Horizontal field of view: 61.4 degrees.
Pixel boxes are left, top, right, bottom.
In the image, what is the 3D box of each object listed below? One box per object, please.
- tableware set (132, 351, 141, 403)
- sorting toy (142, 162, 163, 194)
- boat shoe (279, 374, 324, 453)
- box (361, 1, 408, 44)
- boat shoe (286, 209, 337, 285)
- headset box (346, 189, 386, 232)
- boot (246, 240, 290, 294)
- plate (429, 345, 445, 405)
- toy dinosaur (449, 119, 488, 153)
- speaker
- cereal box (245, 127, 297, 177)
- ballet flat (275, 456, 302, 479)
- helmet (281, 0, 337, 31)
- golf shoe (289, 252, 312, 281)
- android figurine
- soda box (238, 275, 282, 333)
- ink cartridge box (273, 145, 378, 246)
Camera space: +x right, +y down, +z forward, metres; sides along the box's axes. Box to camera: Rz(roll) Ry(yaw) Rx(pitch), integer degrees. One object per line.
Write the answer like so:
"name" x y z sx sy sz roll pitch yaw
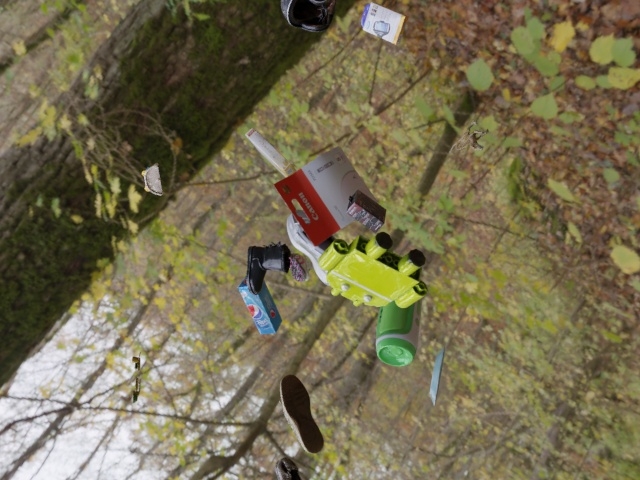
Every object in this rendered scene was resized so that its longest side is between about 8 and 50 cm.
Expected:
"tableware set" -0.618 0.457 1.799 0.024 0.154 0.104 2 -170 -12
"sorting toy" -0.448 -0.171 1.453 0.044 0.084 0.075 -5 -157 -5
"boat shoe" -0.082 0.628 1.943 0.089 0.104 0.286 -46 61 59
"box" 0.183 -0.636 1.573 0.136 0.081 0.028 35 -145 24
"boat shoe" -0.002 0.001 1.585 0.118 0.103 0.320 -4 -141 -27
"headset box" 0.090 -0.062 1.090 0.083 0.032 0.062 35 -150 -9
"boot" -0.115 0.062 1.214 0.099 0.121 0.045 -2 177 26
"plate" 0.367 0.424 1.699 0.024 0.188 0.188 9 165 16
"toy dinosaur" 0.419 -0.292 1.540 0.053 0.093 0.183 44 178 -15
"speaker" 0.249 0.237 1.682 0.131 0.297 0.131 9 136 9
"cereal box" -0.177 -0.320 2.097 0.240 0.047 0.173 45 179 21
"ballet flat" -0.060 0.757 1.578 0.058 0.250 0.084 -32 165 37
"helmet" -0.040 -0.753 1.702 0.161 0.170 0.169 18 169 9
"golf shoe" -0.063 0.084 1.825 0.085 0.068 0.186 -1 -159 -19
"android figurine" 0.115 0.079 1.236 0.248 0.056 0.273 28 144 -12
"soda box" -0.207 0.222 1.870 0.067 0.071 0.210 -8 119 24
"ink cartridge box" 0.021 -0.117 1.355 0.066 0.232 0.189 -33 91 43
